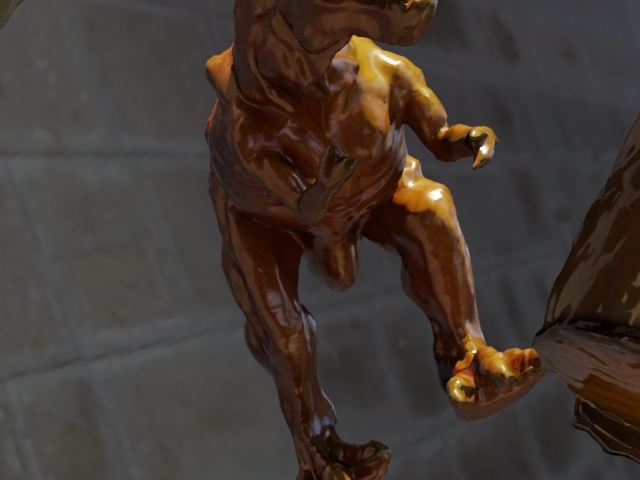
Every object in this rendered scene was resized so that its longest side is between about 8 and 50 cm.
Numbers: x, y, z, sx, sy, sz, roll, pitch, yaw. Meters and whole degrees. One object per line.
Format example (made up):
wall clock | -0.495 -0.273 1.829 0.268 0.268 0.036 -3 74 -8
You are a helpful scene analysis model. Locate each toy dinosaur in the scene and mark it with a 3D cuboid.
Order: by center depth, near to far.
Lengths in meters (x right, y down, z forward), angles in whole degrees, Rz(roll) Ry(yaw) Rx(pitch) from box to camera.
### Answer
toy dinosaur | 0.000 0.000 0.735 0.432 0.097 0.208 123 -52 -73

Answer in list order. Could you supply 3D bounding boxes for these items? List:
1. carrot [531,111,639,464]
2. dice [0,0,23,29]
carrot | 0.134 -0.064 0.468 0.102 0.102 0.263 45 61 -52
dice | -0.117 -0.166 0.475 0.169 0.169 0.166 31 -11 -8
